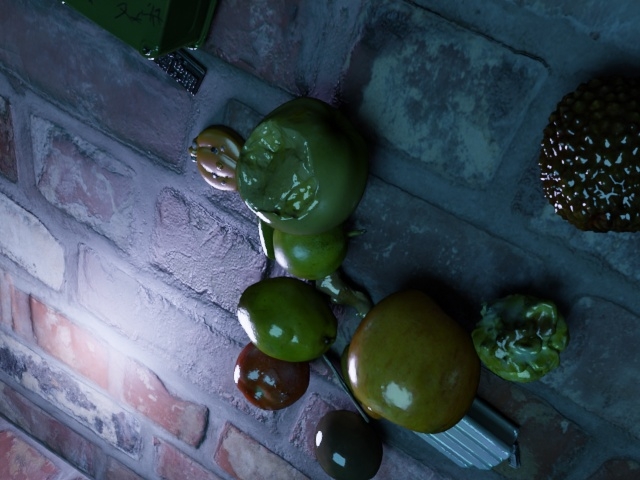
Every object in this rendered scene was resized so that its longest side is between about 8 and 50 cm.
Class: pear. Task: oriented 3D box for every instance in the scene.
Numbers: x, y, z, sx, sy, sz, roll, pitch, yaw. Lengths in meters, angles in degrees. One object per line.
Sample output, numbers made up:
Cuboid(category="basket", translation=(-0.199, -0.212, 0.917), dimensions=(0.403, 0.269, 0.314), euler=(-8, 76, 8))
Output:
Cuboid(category="pear", translation=(-0.084, 0.195, 1.776), dimensions=(0.269, 0.212, 0.212), euler=(24, 133, 23))
Cuboid(category="pear", translation=(0.000, 0.000, 1.610), dimensions=(0.216, 0.166, 0.180), euler=(-13, 144, 5))

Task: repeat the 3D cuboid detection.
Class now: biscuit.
Cuboid(category="biscuit", translation=(0.109, 0.354, 1.816), dimensions=(0.203, 0.041, 0.260), euler=(58, 160, 30))
Cuboid(category="biscuit", translation=(-0.248, -0.194, 1.691), dimensions=(0.170, 0.050, 0.170), euler=(18, 130, 22))

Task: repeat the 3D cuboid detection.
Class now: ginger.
Cuboid(category="ginger", translation=(0.047, 0.125, 1.728), dimensions=(0.089, 0.075, 0.288), euler=(-41, 92, 23))

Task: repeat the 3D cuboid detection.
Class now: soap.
Cuboid(category="soap", translation=(0.326, 0.446, 1.772), dimensions=(0.290, 0.095, 0.172), euler=(36, 137, 5))

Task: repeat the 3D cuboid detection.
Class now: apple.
Cuboid(category="apple", translation=(0.211, 0.261, 1.567), dimensions=(0.299, 0.299, 0.275), euler=(30, 90, 11))
Cuboid(category="apple", translation=(-0.029, -0.145, 1.447), dimensions=(0.279, 0.279, 0.279), euler=(18, 131, 22))

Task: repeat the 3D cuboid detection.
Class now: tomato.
Cuboid(category="tomato", translation=(-0.128, 0.356, 1.942), dimensions=(0.208, 0.184, 0.208), euler=(13, 127, 17))

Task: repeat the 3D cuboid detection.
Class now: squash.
Cuboid(category="squash", translation=(-0.120, -0.053, 1.703), dimensions=(0.066, 0.066, 0.252), euler=(16, 130, 24))

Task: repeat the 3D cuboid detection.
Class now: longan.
Cuboid(category="longan", translation=(0.075, 0.577, 1.980), dimensions=(0.198, 0.198, 0.212), euler=(-23, 112, 43))

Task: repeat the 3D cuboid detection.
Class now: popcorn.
Cuboid(category="popcorn", translation=(0.411, 0.187, 1.446), dimensions=(0.198, 0.198, 0.212), euler=(31, 158, 10))

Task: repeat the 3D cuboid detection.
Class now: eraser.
Cuboid(category="eraser", translation=(0.488, 0.542, 1.792), dimensions=(0.027, 0.019, 0.099), euler=(18, 132, 41))

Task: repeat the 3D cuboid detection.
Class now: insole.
Cuboid(category="insole", translation=(0.068, 0.400, 1.933), dimensions=(0.011, 0.081, 0.247), euler=(-32, 103, 0))

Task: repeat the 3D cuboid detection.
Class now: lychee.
Cuboid(category="lychee", translation=(0.478, -0.134, 1.124), dimensions=(0.268, 0.267, 0.267), euler=(18, 131, 22))

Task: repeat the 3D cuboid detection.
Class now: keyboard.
Cuboid(category="keyboard", translation=(-0.359, -0.427, 1.604), dimensions=(0.230, 0.025, 0.093), euler=(40, 138, 0))

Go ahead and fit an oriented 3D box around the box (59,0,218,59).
Cuboid(category="box", translation=(-0.381, -0.533, 1.427), dimensions=(0.329, 0.177, 0.252), euler=(35, 137, 7))
